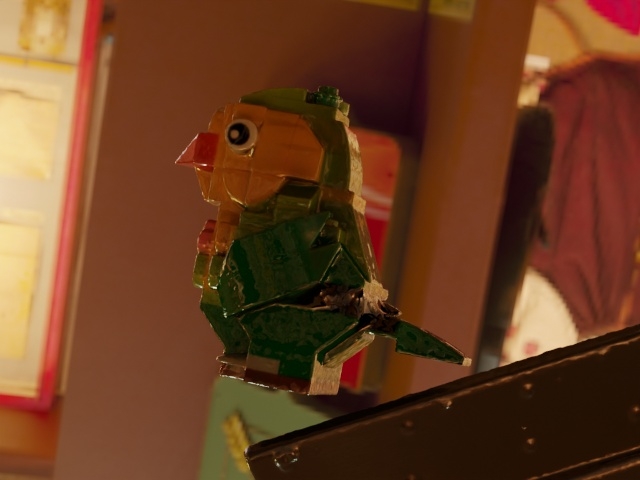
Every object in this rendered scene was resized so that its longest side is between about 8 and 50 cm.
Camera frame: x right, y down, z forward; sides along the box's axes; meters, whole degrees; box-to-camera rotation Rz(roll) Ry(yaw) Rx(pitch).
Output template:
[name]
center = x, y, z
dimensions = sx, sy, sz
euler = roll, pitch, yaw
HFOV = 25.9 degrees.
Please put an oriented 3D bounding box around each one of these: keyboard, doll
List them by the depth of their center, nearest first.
[keyboard]
center = 0.119, 0.107, 0.746
dimensions = 0.310, 0.101, 0.018
euler = -18, -159, 6
[doll]
center = -0.008, 0.003, 0.791
dimensions = 0.134, 0.186, 0.106
euler = -20, 170, 12
